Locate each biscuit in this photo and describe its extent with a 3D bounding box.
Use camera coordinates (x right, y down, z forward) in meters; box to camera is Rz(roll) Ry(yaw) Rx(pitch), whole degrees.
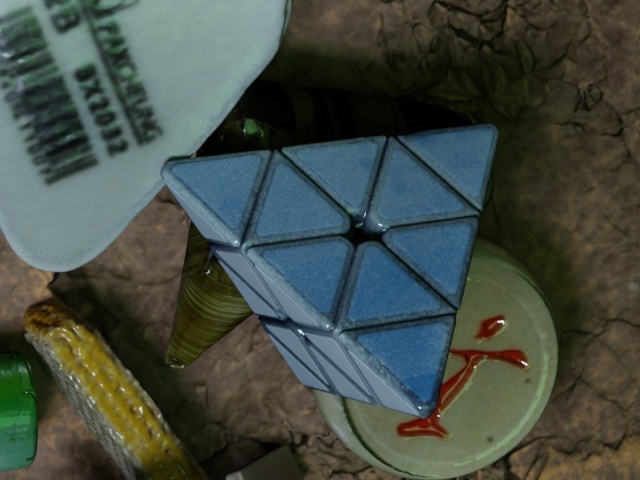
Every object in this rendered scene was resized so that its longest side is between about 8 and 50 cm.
[{"bbox_3d":[-0.153,0.210,1.874,0.054,0.094,0.379,-42,117,-17],"label":"biscuit"}]

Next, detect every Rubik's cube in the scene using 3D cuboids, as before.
[{"bbox_3d":[0.025,0.027,1.721,0.228,0.233,0.229,-5,93,26],"label":"Rubik's cube"}]

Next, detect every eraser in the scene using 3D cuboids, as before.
[{"bbox_3d":[-0.228,-0.178,1.677,0.331,0.150,0.331,-4,112,-10],"label":"eraser"}]

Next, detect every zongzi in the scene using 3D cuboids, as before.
[{"bbox_3d":[0.000,0.000,1.853,0.286,0.134,0.288,6,110,-21],"label":"zongzi"}]

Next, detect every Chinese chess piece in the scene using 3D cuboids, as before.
[{"bbox_3d":[0.109,0.110,1.941,0.249,0.103,0.250,-5,107,-17],"label":"Chinese chess piece"}]

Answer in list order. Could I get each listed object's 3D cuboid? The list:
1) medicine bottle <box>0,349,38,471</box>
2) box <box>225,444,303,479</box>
[{"bbox_3d":[-0.390,0.159,1.747,0.274,0.133,0.133,-2,106,-21],"label":"medicine bottle"},{"bbox_3d":[-0.054,0.231,1.912,0.025,0.115,0.048,-27,88,24],"label":"box"}]
